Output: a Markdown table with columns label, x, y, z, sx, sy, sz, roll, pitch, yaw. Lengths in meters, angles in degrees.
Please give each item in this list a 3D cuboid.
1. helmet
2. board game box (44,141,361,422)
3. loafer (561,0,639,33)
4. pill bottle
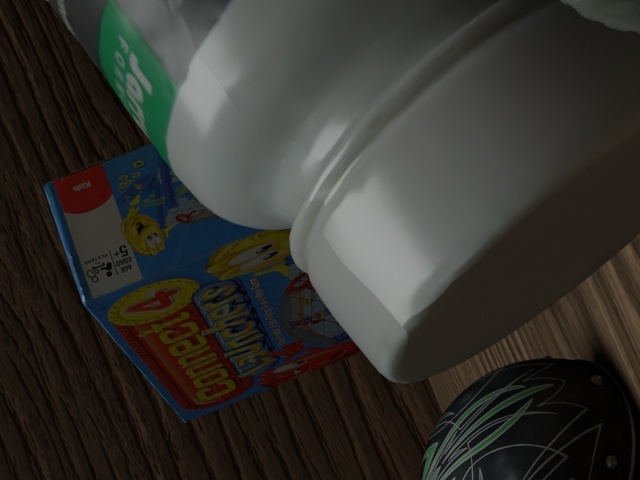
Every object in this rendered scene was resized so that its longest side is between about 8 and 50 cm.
| label | x | y | z | sx | sy | sz | roll | pitch | yaw |
| --- | --- | --- | --- | --- | --- | --- | --- | --- | --- |
| helmet | 0.152 | 0.166 | 0.948 | 0.161 | 0.169 | 0.169 | 48 | -169 | -38 |
| board game box | 0.000 | 0.000 | 0.954 | 0.308 | 0.302 | 0.086 | 72 | 176 | -68 |
| loafer | 0.072 | -0.181 | 0.421 | 0.251 | 0.094 | 0.087 | 62 | 147 | 24 |
| pill bottle | -0.013 | -0.136 | 0.543 | 0.361 | 0.204 | 0.204 | 52 | 173 | 18 |
